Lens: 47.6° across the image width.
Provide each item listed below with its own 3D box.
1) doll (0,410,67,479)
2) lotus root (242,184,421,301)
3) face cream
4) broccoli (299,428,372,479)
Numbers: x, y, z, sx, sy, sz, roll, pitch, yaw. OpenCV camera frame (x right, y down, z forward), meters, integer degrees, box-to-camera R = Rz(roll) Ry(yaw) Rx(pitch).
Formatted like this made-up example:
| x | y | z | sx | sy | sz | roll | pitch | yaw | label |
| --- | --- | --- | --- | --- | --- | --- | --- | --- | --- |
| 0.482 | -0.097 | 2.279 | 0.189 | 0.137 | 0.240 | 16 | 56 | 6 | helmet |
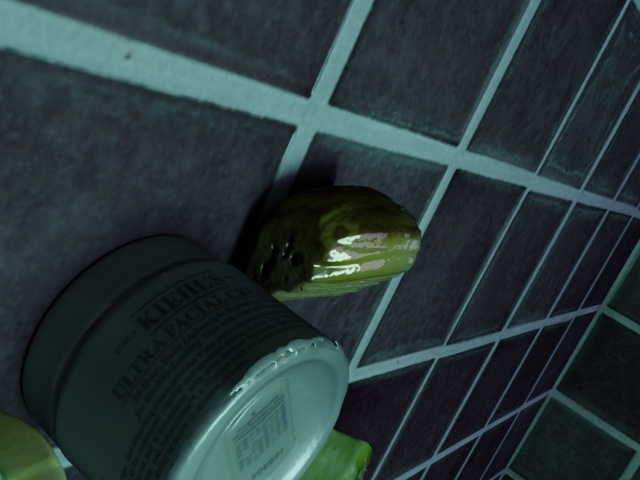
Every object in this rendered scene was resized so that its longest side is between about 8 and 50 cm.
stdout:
| x | y | z | sx | sy | sz | roll | pitch | yaw | label |
| --- | --- | --- | --- | --- | --- | --- | --- | --- | --- |
| -0.202 | 0.200 | 0.471 | 0.208 | 0.144 | 0.271 | -44 | 152 | 14 | doll |
| -0.001 | 0.003 | 0.619 | 0.159 | 0.095 | 0.135 | -27 | 166 | 39 | lotus root |
| -0.089 | 0.106 | 0.509 | 0.177 | 0.153 | 0.177 | -38 | 145 | -33 | face cream |
| -0.060 | 0.386 | 0.826 | 0.361 | 0.221 | 0.252 | -33 | 125 | -50 | broccoli |
